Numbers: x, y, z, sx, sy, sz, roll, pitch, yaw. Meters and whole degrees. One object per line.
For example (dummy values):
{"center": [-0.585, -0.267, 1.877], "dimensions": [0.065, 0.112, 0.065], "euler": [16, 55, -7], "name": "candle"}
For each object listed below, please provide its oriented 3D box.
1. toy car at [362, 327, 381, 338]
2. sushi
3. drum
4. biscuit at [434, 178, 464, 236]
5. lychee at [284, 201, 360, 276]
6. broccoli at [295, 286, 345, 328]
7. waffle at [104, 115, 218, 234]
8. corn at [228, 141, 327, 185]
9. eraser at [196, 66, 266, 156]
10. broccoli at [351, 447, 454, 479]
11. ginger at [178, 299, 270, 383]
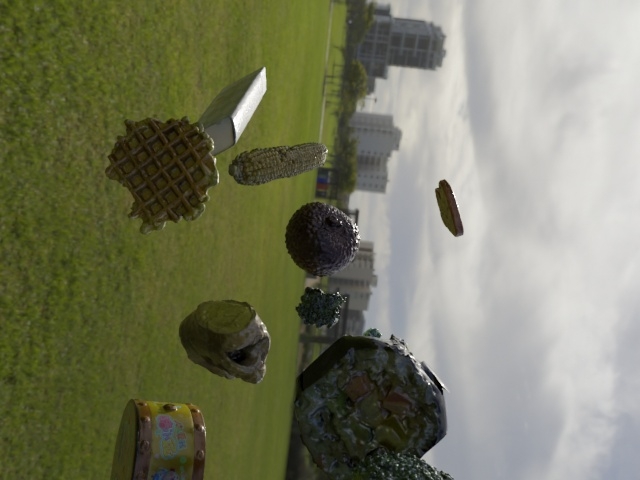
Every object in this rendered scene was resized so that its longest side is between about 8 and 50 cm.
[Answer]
{"center": [0.183, 0.414, 2.232], "dimensions": [0.093, 0.058, 0.186], "euler": [-28, 122, -45], "name": "toy car"}
{"center": [0.114, 0.368, 1.387], "dimensions": [0.328, 0.329, 0.285], "euler": [-46, 178, 10], "name": "sushi"}
{"center": [-0.528, 0.725, 1.903], "dimensions": [0.431, 0.214, 0.430], "euler": [-38, -133, 55], "name": "drum"}
{"center": [0.381, -0.108, 1.790], "dimensions": [0.192, 0.036, 0.186], "euler": [-103, 172, -72], "name": "biscuit"}
{"center": [0.000, 0.000, 1.996], "dimensions": [0.260, 0.261, 0.260], "euler": [7, 90, -89], "name": "lychee"}
{"center": [0.016, 0.274, 2.256], "dimensions": [0.304, 0.165, 0.145], "euler": [53, 47, -70], "name": "broccoli"}
{"center": [-0.394, -0.173, 1.473], "dimensions": [0.058, 0.282, 0.300], "euler": [67, 10, -76], "name": "waffle"}
{"center": [-0.095, -0.191, 1.446], "dimensions": [0.288, 0.087, 0.086], "euler": [-19, 125, -41], "name": "corn"}
{"center": [-0.276, -0.373, 1.771], "dimensions": [0.082, 0.213, 0.396], "euler": [56, 26, -26], "name": "eraser"}
{"center": [0.147, 0.517, 1.099], "dimensions": [0.247, 0.263, 0.243], "euler": [31, -82, 55], "name": "broccoli"}
{"center": [-0.216, 0.242, 1.376], "dimensions": [0.130, 0.276, 0.221], "euler": [-24, 129, -38], "name": "ginger"}
